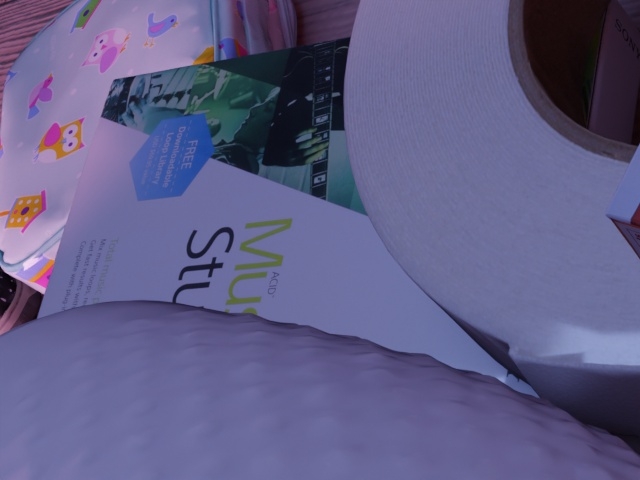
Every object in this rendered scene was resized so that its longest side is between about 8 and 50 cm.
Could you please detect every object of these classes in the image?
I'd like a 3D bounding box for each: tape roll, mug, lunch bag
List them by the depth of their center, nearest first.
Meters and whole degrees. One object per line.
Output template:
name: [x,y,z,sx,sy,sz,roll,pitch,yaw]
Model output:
mug: [-0.023,0.198,0.554,0.374,0.276,0.328,-35,25,-30]
tape roll: [0.188,-0.102,0.738,0.392,0.072,0.392,-19,51,25]
lunch bag: [-0.112,-0.083,1.173,0.224,0.108,0.279,-32,38,20]

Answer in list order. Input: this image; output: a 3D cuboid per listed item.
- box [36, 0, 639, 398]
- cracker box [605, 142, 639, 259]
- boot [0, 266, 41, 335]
box: [0.000,0.000,0.892,0.322,0.058,0.232,-6,57,30]
cracker box: [0.232,-0.033,0.561,0.232,0.067,0.156,19,74,38]
boot: [-0.329,0.006,1.300,0.236,0.178,0.085,11,67,56]
